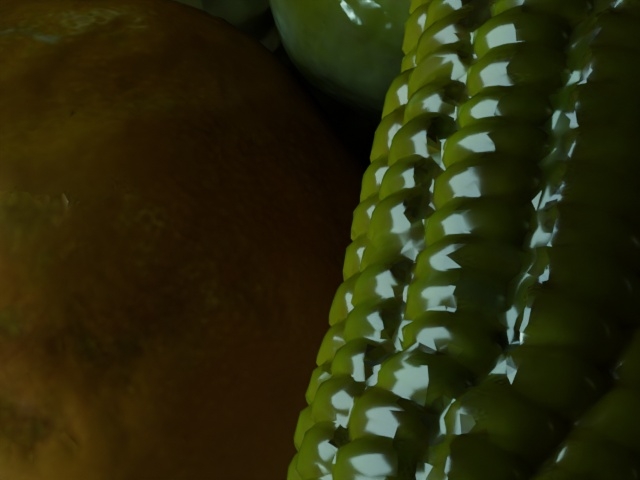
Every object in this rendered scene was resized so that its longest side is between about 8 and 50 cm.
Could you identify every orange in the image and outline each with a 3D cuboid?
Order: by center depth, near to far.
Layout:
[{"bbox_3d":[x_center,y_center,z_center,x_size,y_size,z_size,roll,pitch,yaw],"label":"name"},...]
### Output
[{"bbox_3d":[-0.076,0.042,0.686,0.226,0.284,0.284,-26,-1,-14],"label":"orange"}]

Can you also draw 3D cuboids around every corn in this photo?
[{"bbox_3d":[0.061,0.008,0.420,0.120,0.120,0.363,131,158,-65],"label":"corn"}]

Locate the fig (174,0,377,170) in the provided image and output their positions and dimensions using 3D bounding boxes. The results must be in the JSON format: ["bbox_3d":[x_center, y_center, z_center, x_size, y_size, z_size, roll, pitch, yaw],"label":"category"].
[{"bbox_3d":[0.043,-0.171,0.822,0.369,0.286,0.286,-18,42,37],"label":"fig"}]

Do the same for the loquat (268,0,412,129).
[{"bbox_3d":[0.065,-0.119,0.636,0.152,0.152,0.195,-94,29,-72],"label":"loquat"}]
